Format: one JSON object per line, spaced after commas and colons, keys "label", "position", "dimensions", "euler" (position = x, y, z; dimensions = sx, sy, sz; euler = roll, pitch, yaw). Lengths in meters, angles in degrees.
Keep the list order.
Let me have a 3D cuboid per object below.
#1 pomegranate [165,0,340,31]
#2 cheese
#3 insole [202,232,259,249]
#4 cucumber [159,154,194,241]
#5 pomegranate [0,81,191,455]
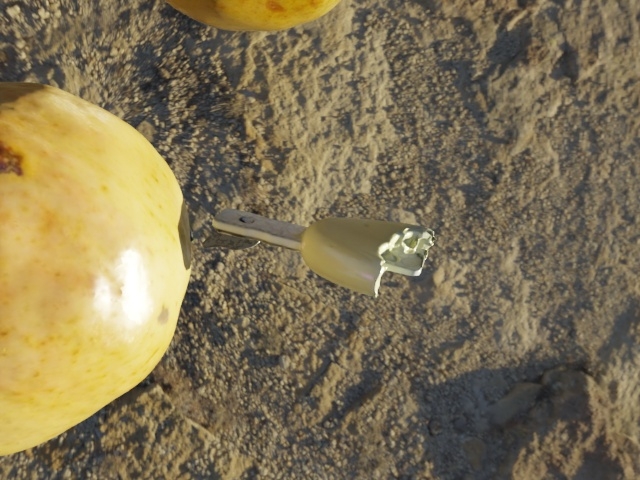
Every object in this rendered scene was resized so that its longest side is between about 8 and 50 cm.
{"label": "pomegranate", "position": [-0.059, -0.269, 0.426], "dimensions": [0.233, 0.233, 0.233], "euler": [-4, 102, -21]}
{"label": "cheese", "position": [0.000, 0.001, 0.615], "dimensions": [0.235, 0.127, 0.049], "euler": [15, 118, 11]}
{"label": "insole", "position": [-0.198, 0.000, 1.284], "dimensions": [0.065, 0.194, 0.006], "euler": [-51, 125, -36]}
{"label": "cucumber", "position": [-0.290, -0.081, 1.119], "dimensions": [0.036, 0.033, 0.184], "euler": [-22, 96, -18]}
{"label": "pomegranate", "position": [-0.266, 0.030, 0.524], "dimensions": [0.343, 0.342, 0.342], "euler": [-4, 102, -21]}
